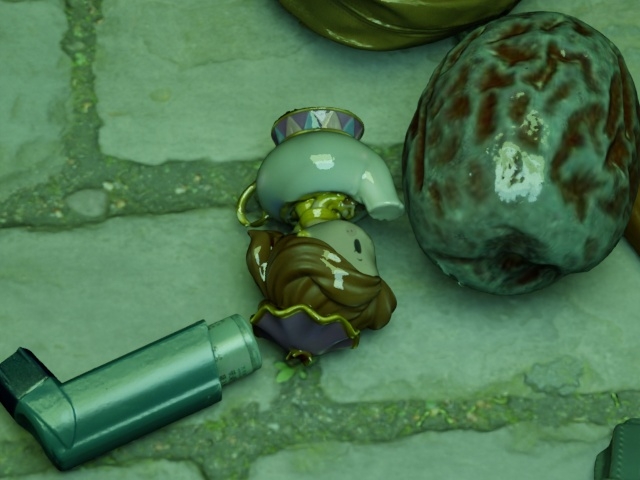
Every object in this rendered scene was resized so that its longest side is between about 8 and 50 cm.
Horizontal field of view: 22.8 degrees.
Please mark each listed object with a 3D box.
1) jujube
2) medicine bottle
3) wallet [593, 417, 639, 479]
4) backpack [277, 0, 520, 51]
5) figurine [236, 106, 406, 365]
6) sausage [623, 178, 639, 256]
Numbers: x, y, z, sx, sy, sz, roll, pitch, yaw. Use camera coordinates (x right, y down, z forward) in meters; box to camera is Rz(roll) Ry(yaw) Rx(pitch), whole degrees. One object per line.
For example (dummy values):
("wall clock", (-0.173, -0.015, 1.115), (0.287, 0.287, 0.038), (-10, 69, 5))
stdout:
("jujube", (0.214, -0.098, 1.620), (0.246, 0.215, 0.308), (21, 54, -17))
("medicine bottle", (-0.192, 0.137, 1.586), (0.258, 0.079, 0.124), (-21, 65, -12))
("wallet", (0.357, 0.289, 1.436), (0.252, 0.083, 0.360), (12, 26, 8))
("backpack", (0.111, -0.378, 1.789), (0.353, 0.201, 0.378), (34, 65, 19))
("figurine", (0.000, 0.000, 1.631), (0.189, 0.142, 0.263), (-15, 62, 26))
("sausage", (0.352, -0.021, 1.695), (0.062, 0.054, 0.183), (-24, 63, -14))
